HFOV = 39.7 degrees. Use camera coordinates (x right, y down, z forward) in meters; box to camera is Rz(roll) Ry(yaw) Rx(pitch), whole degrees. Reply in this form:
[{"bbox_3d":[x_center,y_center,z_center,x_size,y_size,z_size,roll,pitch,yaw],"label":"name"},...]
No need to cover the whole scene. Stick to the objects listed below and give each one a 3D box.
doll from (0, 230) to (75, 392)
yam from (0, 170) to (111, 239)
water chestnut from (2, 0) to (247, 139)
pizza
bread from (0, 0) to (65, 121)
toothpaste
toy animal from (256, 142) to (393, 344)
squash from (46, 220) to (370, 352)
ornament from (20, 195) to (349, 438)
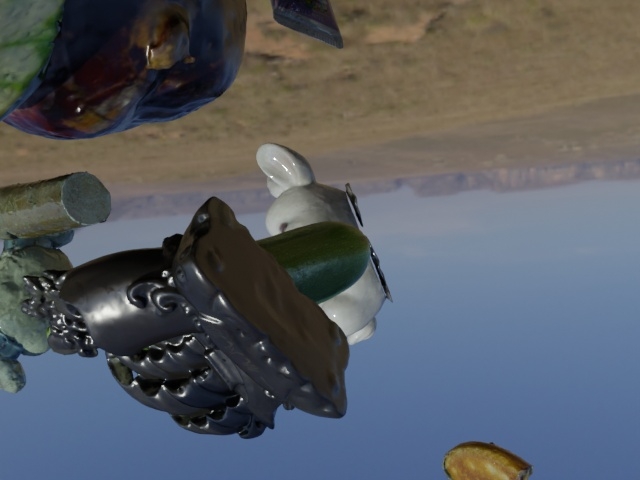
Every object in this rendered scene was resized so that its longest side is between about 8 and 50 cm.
[{"bbox_3d":[-0.331,0.064,1.006,0.071,0.214,0.103,0,161,38],"label":"doll"},{"bbox_3d":[-0.246,-0.029,0.784,0.132,0.054,0.054,-7,-178,36],"label":"yam"},{"bbox_3d":[-0.246,-0.259,0.902,0.346,0.335,0.335,18,-167,24],"label":"water chestnut"},{"bbox_3d":[0.253,0.359,1.236,0.036,0.176,0.184,-22,171,-29],"label":"pizza"},{"bbox_3d":[-0.349,-0.152,0.563,0.366,0.129,0.382,-40,166,10],"label":"bread"},{"bbox_3d":[-0.043,-0.385,1.220,0.114,0.299,0.073,16,136,-37],"label":"toothpaste"},{"bbox_3d":[0.001,0.002,1.419,0.154,0.325,0.208,-21,164,-2],"label":"toy animal"},{"bbox_3d":[-0.108,0.058,0.976,0.378,0.102,0.101,-15,-172,-25],"label":"squash"},{"bbox_3d":[-0.135,0.098,0.807,0.260,0.251,0.106,-25,-148,29],"label":"ornament"}]
